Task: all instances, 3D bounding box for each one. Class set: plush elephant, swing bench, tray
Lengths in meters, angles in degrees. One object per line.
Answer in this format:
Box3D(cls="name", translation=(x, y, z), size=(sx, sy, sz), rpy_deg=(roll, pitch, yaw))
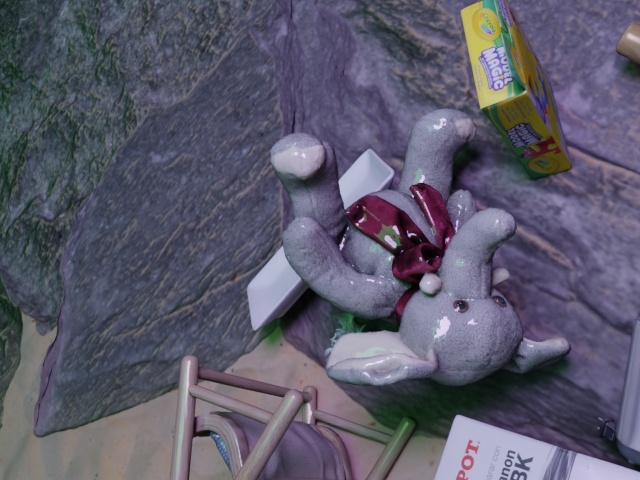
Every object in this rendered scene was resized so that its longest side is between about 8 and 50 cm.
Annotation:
Box3D(cls="plush elephant", translation=(0.112, 0.039, 0.734), size=(0.255, 0.272, 0.329), rpy_deg=(26, 117, 51))
Box3D(cls="swing bench", translation=(-0.050, 0.282, 0.747), size=(0.165, 0.253, 0.254), rpy_deg=(9, 77, 36))
Box3D(cls="tray", translation=(0.000, 0.000, 0.930), size=(0.270, 0.030, 0.145), rpy_deg=(-49, 19, 9))

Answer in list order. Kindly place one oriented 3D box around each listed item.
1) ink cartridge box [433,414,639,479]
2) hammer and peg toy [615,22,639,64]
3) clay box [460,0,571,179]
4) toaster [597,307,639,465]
Box3D(cls="ink cartridge box", translation=(0.227, 0.299, 0.627), size=(0.273, 0.114, 0.197), rpy_deg=(10, 68, 37))
Box3D(cls="hammer and peg toy", translation=(0.437, -0.323, 0.662), size=(0.127, 0.266, 0.361), rpy_deg=(35, 92, 20))
Box3D(cls="clay box", translation=(0.213, -0.168, 0.760), size=(0.053, 0.222, 0.127), rpy_deg=(-18, 63, 28))
Box3D(cls="toaster", translation=(0.352, 0.130, 0.586), size=(0.227, 0.129, 0.146), rpy_deg=(11, 99, 53))
